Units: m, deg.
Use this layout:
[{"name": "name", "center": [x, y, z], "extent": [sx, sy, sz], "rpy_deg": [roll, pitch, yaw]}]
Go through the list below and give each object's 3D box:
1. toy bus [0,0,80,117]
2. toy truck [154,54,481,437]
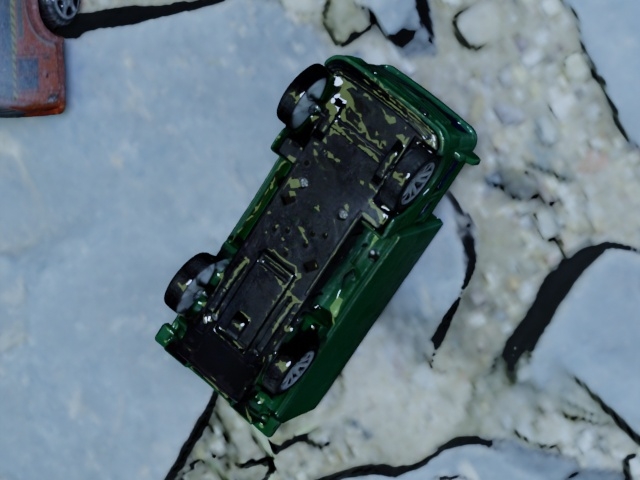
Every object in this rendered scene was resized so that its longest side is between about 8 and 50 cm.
[{"name": "toy bus", "center": [-0.146, -0.145, 0.753], "extent": [0.065, 0.077, 0.192], "rpy_deg": [2, 98, 26]}, {"name": "toy truck", "center": [0.000, 0.000, 0.709], "extent": [0.065, 0.079, 0.147], "rpy_deg": [39, 112, 15]}]
